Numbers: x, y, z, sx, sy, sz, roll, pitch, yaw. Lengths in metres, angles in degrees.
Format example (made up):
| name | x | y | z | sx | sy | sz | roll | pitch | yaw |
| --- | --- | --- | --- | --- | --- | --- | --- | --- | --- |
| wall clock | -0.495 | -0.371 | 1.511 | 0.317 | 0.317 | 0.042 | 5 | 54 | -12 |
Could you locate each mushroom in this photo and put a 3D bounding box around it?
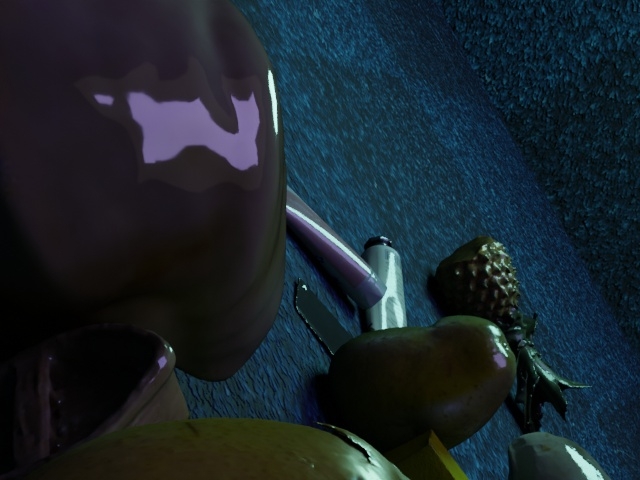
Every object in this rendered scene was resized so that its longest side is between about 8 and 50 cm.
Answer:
| name | x | y | z | sx | sy | sz | roll | pitch | yaw |
| --- | --- | --- | --- | --- | --- | --- | --- | --- | --- |
| mushroom | 0.314 | 0.359 | 1.818 | 0.128 | 0.128 | 0.350 | 35 | 16 | -54 |

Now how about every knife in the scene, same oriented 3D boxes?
| name | x | y | z | sx | sy | sz | roll | pitch | yaw |
| --- | --- | --- | --- | --- | --- | --- | --- | --- | --- |
| knife | 0.047 | 0.144 | 1.827 | 0.245 | 0.019 | 0.072 | 49 | 23 | -22 |

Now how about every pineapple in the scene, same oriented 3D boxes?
| name | x | y | z | sx | sy | sz | roll | pitch | yaw |
| --- | --- | --- | --- | --- | --- | --- | --- | --- | --- |
| pineapple | 0.267 | 0.133 | 2.309 | 0.277 | 0.119 | 0.130 | 57 | -2 | -11 |

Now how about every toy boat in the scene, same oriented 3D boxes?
| name | x | y | z | sx | sy | sz | roll | pitch | yaw |
| --- | --- | --- | --- | --- | --- | --- | --- | --- | --- |
| toy boat | -0.160 | 0.117 | 0.984 | 0.061 | 0.188 | 0.116 | 58 | 13 | -34 |

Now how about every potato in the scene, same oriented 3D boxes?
| name | x | y | z | sx | sy | sz | roll | pitch | yaw |
| --- | --- | --- | --- | --- | --- | --- | --- | --- | --- |
| potato | 0.109 | 0.145 | 1.697 | 0.157 | 0.194 | 0.157 | 49 | 25 | -33 |

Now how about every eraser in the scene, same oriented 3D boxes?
| name | x | y | z | sx | sy | sz | roll | pitch | yaw |
| --- | --- | --- | --- | --- | --- | --- | --- | --- | --- |
| eraser | 0.103 | 0.261 | 1.639 | 0.122 | 0.097 | 0.045 | 54 | 18 | -11 |

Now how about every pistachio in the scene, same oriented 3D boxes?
| name | x | y | z | sx | sy | sz | roll | pitch | yaw |
| --- | --- | --- | --- | --- | --- | --- | --- | --- | --- |
| pistachio | -0.148 | -0.069 | 1.168 | 0.445 | 0.281 | 0.365 | -70 | 142 | -69 |

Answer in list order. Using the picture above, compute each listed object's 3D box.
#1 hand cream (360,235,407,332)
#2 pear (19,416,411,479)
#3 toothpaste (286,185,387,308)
| name | x | y | z | sx | sy | sz | roll | pitch | yaw |
| --- | --- | --- | --- | --- | --- | --- | --- | --- | --- |
| hand cream | 0.078 | 0.085 | 1.974 | 0.080 | 0.050 | 0.234 | 48 | 24 | -34 |
| pear | -0.052 | 0.253 | 0.838 | 0.348 | 0.348 | 0.348 | 51 | 18 | -24 |
| toothpaste | 0.000 | 0.000 | 1.905 | 0.194 | 0.043 | 0.067 | 47 | 22 | -16 |
